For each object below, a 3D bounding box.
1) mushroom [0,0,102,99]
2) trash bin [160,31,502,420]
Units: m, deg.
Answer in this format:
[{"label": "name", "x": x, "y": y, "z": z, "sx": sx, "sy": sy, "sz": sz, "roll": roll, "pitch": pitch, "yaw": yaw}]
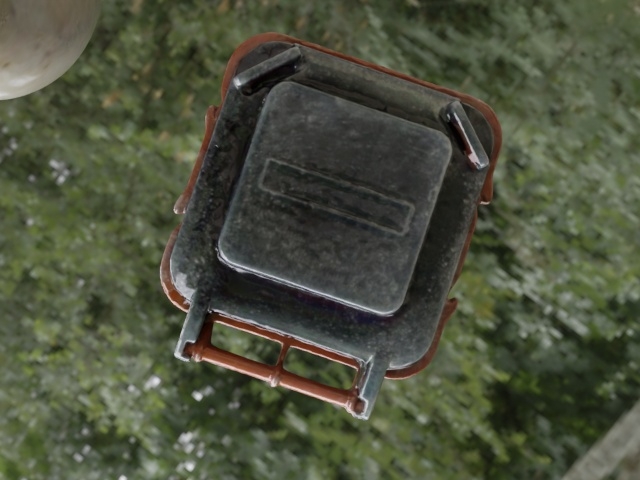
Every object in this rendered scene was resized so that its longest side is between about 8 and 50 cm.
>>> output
[{"label": "mushroom", "x": -0.257, "y": -0.175, "z": 0.754, "sx": 0.243, "sy": 0.243, "sz": 0.243, "roll": 36, "pitch": -177, "yaw": -2}, {"label": "trash bin", "x": 0.000, "y": 0.000, "z": 0.781, "sx": 0.161, "sy": 0.184, "sz": 0.238, "roll": 18, "pitch": 174, "yaw": 0}]
